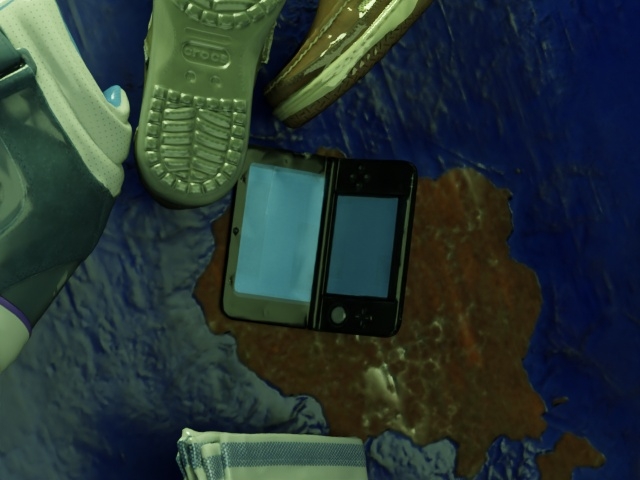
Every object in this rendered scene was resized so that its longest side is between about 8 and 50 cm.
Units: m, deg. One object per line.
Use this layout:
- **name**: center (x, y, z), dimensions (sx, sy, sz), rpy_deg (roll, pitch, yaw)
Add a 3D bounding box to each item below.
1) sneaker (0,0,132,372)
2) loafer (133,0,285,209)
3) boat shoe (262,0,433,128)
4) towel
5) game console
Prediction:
- **sneaker**: center (-0.269, -0.089, 1.182), dimensions (0.323, 0.130, 0.236), rpy_deg (33, 66, -16)
- **loafer**: center (-0.079, -0.130, 1.287), dimensions (0.094, 0.087, 0.251), rpy_deg (18, 67, -10)
- **boat shoe**: center (0.032, -0.188, 1.338), dimensions (0.095, 0.095, 0.257), rpy_deg (44, 64, -6)
- **towel**: center (-0.015, 0.262, 1.255), dimensions (0.209, 0.034, 0.285), rpy_deg (9, 71, -59)
- **game console**: center (0.000, 0.000, 1.324), dimensions (0.071, 0.107, 0.122), rpy_deg (12, 84, -53)
